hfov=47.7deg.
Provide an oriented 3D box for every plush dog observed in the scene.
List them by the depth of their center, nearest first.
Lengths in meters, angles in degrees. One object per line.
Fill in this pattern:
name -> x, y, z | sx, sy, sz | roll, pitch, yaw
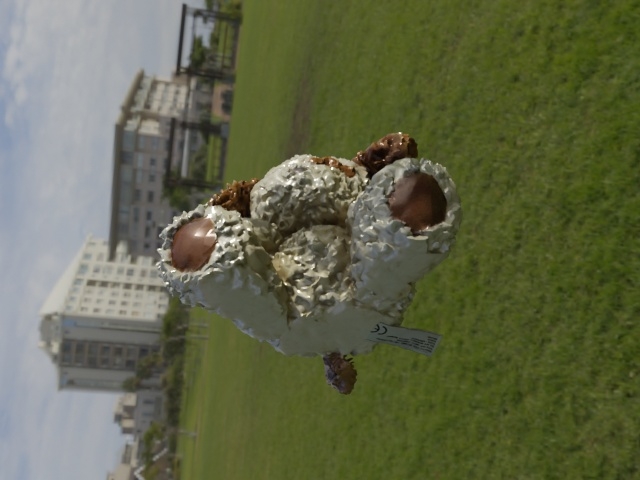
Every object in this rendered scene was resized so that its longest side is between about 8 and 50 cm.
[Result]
plush dog -> 0.000, 0.000, 0.695 | 0.225, 0.263, 0.210 | -95, -10, -49
